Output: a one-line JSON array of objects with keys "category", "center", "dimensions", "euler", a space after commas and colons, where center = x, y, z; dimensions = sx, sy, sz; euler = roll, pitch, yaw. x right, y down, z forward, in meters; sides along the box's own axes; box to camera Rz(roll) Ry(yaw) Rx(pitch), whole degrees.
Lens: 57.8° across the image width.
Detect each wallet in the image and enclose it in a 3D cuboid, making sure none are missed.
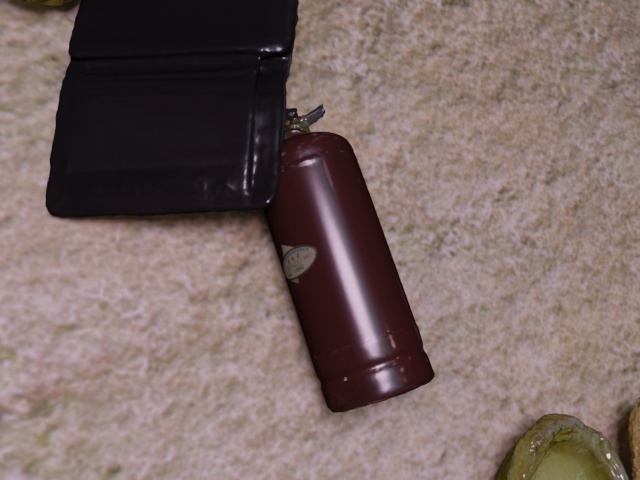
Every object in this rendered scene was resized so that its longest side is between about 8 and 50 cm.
[{"category": "wallet", "center": [-0.147, -0.177, 0.607], "dimensions": [0.247, 0.041, 0.323], "euler": [0, 73, 4]}]

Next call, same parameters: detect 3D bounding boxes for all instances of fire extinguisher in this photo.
[{"category": "fire extinguisher", "center": [0.000, 0.000, 0.607], "dimensions": [0.135, 0.114, 0.337], "euler": [-18, 80, 4]}]

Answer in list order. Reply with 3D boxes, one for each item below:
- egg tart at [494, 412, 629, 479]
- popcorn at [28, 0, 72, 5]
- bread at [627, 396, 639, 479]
[{"category": "egg tart", "center": [0.261, 0.288, 0.628], "dimensions": [0.197, 0.078, 0.197], "euler": [7, 70, -21]}, {"category": "popcorn", "center": [-0.295, -0.300, 0.592], "dimensions": [0.106, 0.116, 0.121], "euler": [19, 49, 31]}, {"category": "bread", "center": [0.421, 0.305, 0.622], "dimensions": [0.133, 0.251, 0.174], "euler": [-44, 125, 4]}]
